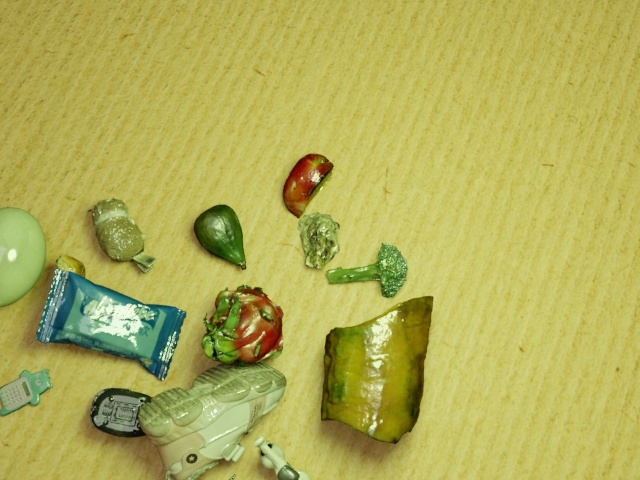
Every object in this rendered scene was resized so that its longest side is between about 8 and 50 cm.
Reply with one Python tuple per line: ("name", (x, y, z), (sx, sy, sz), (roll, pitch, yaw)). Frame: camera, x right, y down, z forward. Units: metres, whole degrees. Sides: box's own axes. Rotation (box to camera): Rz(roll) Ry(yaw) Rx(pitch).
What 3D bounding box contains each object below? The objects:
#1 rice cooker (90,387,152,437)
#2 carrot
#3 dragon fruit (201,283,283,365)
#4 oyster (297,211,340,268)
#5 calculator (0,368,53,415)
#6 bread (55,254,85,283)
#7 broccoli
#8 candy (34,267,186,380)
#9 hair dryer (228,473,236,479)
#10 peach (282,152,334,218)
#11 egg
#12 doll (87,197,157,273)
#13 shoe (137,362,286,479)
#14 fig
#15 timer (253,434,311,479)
("rice cooker", (-0.457, 0.405, 1.795), (0.165, 0.106, 0.112), (10, 77, -8))
("carrot", (0.125, 0.285, 1.755), (0.241, 0.241, 0.341), (7, 75, 3))
("dragon fruit", (-0.192, 0.190, 1.778), (0.198, 0.269, 0.200), (-31, 69, 23))
("oyster", (0.003, 0.001, 1.938), (0.108, 0.053, 0.166), (-3, 66, -11))
("calculator", (-0.717, 0.364, 1.852), (0.141, 0.019, 0.094), (-27, 73, -7))
("bread", (-0.614, 0.075, 1.890), (0.053, 0.106, 0.072), (-20, 74, -5))
("broccoli", (0.116, 0.079, 1.900), (0.204, 0.122, 0.118), (-10, 58, 12))
("candy", (-0.501, 0.203, 1.840), (0.331, 0.077, 0.187), (20, 75, -17))
("hair dryer", (-0.213, 0.587, 1.782), (0.079, 0.031, 0.083), (39, 69, 0))
("peach", (-0.041, -0.149, 1.961), (0.092, 0.127, 0.172), (38, 103, 3))
("egg", (-0.767, 0.040, 1.859), (0.186, 0.186, 0.253), (7, 70, 2))
("doll", (-0.498, -0.005, 1.917), (0.115, 0.105, 0.221), (-26, 80, -50))
("shoe", (-0.237, 0.414, 1.771), (0.350, 0.172, 0.198), (-18, 111, -23))
("fig", (-0.240, 0.000, 1.918), (0.117, 0.117, 0.178), (-33, 93, -9))
("timer", (-0.047, 0.550, 1.719), (0.175, 0.175, 0.266), (-42, 74, -11))
